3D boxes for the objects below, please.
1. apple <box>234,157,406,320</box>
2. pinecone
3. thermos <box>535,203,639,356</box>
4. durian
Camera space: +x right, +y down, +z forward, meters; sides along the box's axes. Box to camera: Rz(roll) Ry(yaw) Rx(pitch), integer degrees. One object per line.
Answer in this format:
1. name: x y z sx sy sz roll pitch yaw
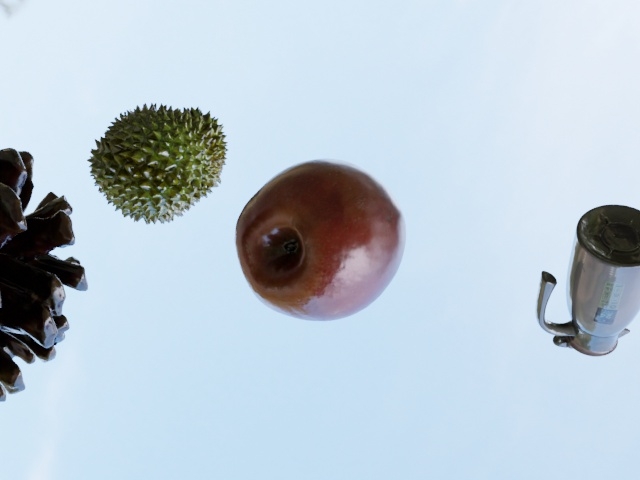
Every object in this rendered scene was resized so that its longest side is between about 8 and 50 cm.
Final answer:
1. apple: 0.000 0.000 1.911 0.218 0.201 0.218 4 -83 33
2. pinecone: -0.470 0.034 1.755 0.398 0.398 0.397 -36 -138 40
3. thermos: 0.328 0.060 1.728 0.193 0.137 0.105 95 -14 -46
4. durian: -0.281 -0.130 2.412 0.237 0.177 0.200 -22 -107 35
